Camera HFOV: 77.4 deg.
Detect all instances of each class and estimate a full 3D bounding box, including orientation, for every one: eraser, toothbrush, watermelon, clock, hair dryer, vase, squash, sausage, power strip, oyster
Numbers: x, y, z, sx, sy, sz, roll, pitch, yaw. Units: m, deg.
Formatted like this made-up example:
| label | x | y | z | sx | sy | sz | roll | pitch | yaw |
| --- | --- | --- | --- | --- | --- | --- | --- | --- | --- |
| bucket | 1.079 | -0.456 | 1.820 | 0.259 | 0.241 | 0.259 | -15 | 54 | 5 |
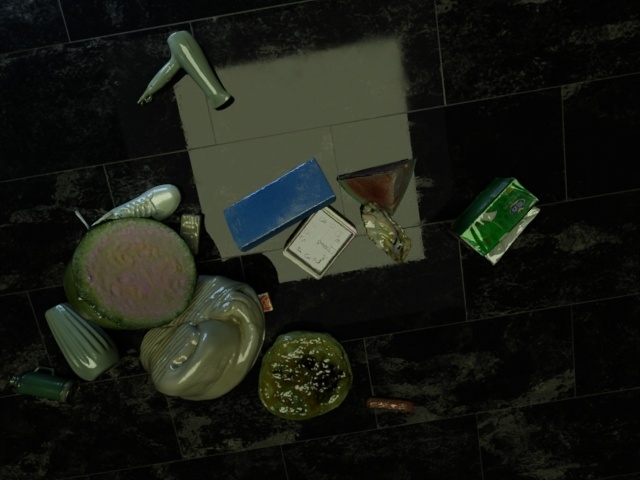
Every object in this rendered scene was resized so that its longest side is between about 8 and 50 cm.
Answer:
| label | x | y | z | sx | sy | sz | roll | pitch | yaw |
| --- | --- | --- | --- | --- | --- | --- | --- | --- | --- |
| eraser | -0.118 | -0.099 | 1.135 | 0.312 | 0.042 | 0.144 | -29 | 69 | 7 |
| toothbrush | -0.688 | -0.031 | 1.191 | 0.013 | 0.011 | 0.131 | -29 | 101 | 17 |
| watermelon | 0.160 | -0.182 | 1.111 | 0.207 | 0.202 | 0.136 | 11 | 63 | -5 |
| clock | 0.000 | 0.000 | 1.178 | 0.147 | 0.071 | 0.192 | 38 | 98 | -8 |
| hair dryer | -0.397 | -0.422 | 1.101 | 0.237 | 0.075 | 0.206 | -28 | 107 | 12 |
| vase | -0.722 | 0.297 | 1.203 | 0.128 | 0.128 | 0.248 | -39 | 90 | 6 |
| squash | -0.542 | 0.130 | 1.094 | 0.310 | 0.310 | 0.309 | 49 | 132 | -9 |
| sausage | 0.229 | 0.536 | 1.310 | 0.158 | 0.042 | 0.036 | 8 | 63 | -4 |
| power strip | -0.386 | -0.021 | 1.187 | 0.056 | 0.032 | 0.123 | 8 | 100 | -4 |
| oyster | 0.201 | -0.029 | 1.166 | 0.072 | 0.133 | 0.209 | -40 | 89 | -31 |

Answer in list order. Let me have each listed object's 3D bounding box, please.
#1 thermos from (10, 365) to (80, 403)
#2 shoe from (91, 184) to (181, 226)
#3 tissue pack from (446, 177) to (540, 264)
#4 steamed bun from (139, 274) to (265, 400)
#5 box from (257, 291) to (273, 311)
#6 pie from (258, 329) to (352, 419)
| label | x | y | z | sx | sy | sz | roll | pitch | yaw |
| --- | --- | --- | --- | --- | --- | --- | --- | --- | --- |
| thermos | -0.867 | 0.452 | 1.253 | 0.188 | 0.073 | 0.083 | 12 | 102 | -3 |
| shoe | -0.526 | -0.072 | 1.137 | 0.265 | 0.110 | 0.095 | -28 | 100 | 7 |
| tissue pack | 0.499 | -0.053 | 1.137 | 0.156 | 0.148 | 0.209 | 39 | 98 | -6 |
| steamed bun | -0.302 | 0.277 | 1.114 | 0.342 | 0.368 | 0.255 | -51 | 125 | -19 |
| box | -0.199 | 0.200 | 1.243 | 0.093 | 0.015 | 0.058 | -16 | 99 | 3 |
| pie | -0.045 | 0.431 | 1.266 | 0.323 | 0.070 | 0.323 | -1 | 102 | -2 |
